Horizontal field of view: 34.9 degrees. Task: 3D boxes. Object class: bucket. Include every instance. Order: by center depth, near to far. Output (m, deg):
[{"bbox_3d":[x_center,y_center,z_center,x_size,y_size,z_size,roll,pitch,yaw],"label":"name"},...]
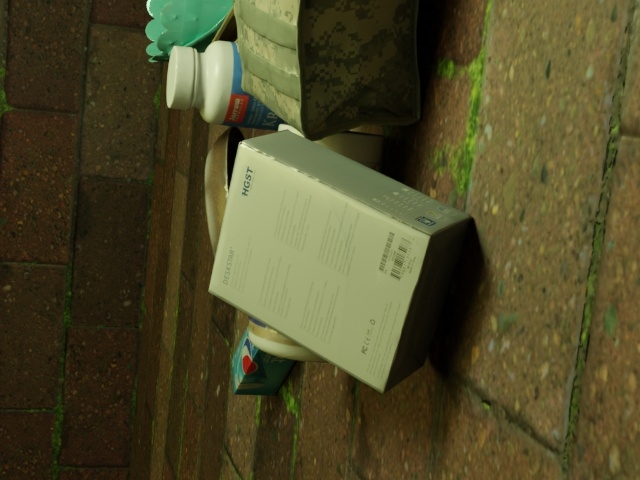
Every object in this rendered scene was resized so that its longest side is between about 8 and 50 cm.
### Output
[{"bbox_3d":[-0.258,-0.502,2.130,0.281,0.183,0.281,-177,90,-73],"label":"bucket"}]

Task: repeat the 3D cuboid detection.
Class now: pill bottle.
[{"bbox_3d":[0.000,0.000,1.200,0.153,0.153,0.264,-151,65,-72],"label":"pill bottle"},{"bbox_3d":[-0.111,-0.228,1.504,0.124,0.222,0.124,-177,90,-74],"label":"pill bottle"}]

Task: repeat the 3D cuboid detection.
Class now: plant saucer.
[{"bbox_3d":[-0.132,-0.026,1.616,0.310,0.050,0.310,-7,-90,-84],"label":"plant saucer"}]

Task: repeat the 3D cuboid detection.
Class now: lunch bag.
[{"bbox_3d":[-0.002,-0.284,1.133,0.235,0.169,0.287,-136,39,-57],"label":"lunch bag"}]

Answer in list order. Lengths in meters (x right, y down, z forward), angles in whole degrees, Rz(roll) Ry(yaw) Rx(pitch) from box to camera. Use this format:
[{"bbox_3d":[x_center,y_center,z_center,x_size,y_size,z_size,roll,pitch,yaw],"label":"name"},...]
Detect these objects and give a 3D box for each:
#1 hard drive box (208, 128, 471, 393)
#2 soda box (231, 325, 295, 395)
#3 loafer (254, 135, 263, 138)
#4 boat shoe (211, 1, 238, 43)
[{"bbox_3d":[0.013,0.016,1.034,0.232,0.089,0.181,28,119,25],"label":"hard drive box"},{"bbox_3d":[-0.082,0.171,1.584,0.210,0.071,0.067,118,151,-54],"label":"soda box"},{"bbox_3d":[-0.068,-0.032,1.532,0.095,0.109,0.302,103,159,-44],"label":"loafer"},{"bbox_3d":[-0.137,-0.398,1.860,0.285,0.089,0.104,124,147,-59],"label":"boat shoe"}]
